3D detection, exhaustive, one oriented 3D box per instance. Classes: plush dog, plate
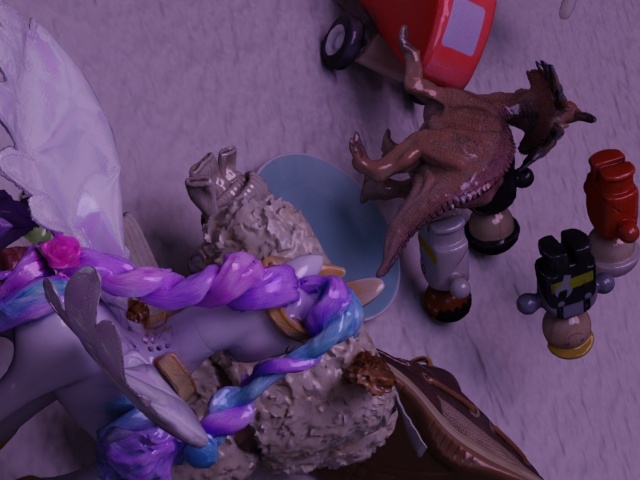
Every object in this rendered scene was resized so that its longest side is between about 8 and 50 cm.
[{"bbox_3d":[-0.062,0.127,1.405,0.262,0.225,0.210,64,-4,-22],"label":"plush dog"},{"bbox_3d":[0.000,0.000,1.722,0.188,0.024,0.188,23,49,-29],"label":"plate"}]

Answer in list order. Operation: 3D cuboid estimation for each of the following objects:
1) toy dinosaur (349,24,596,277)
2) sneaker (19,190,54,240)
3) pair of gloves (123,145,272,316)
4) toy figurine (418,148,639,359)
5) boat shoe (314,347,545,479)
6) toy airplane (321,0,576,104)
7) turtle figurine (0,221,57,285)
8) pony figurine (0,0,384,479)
[{"bbox_3d":[0.146,-0.088,1.693,0.200,0.127,0.295,14,49,14],"label":"toy dinosaur"},{"bbox_3d":[-0.215,0.006,1.501,0.071,0.068,0.170,57,19,-50],"label":"sneaker"},{"bbox_3d":[-0.100,0.044,1.515,0.240,0.042,0.204,-39,122,-47],"label":"pair of gloves"},{"bbox_3d":[0.209,0.005,1.776,0.213,0.148,0.209,11,43,21],"label":"toy figurine"},{"bbox_3d":[0.082,0.172,1.622,0.342,0.123,0.123,32,21,-17],"label":"boat shoe"},{"bbox_3d":[0.123,-0.371,1.909,0.384,0.272,0.386,52,42,3],"label":"toy airplane"},{"bbox_3d":[-0.302,-0.026,1.325,0.266,0.198,0.274,5,63,-43],"label":"turtle figurine"},{"bbox_3d":[-0.168,0.059,1.177,0.351,0.363,0.303,43,23,-55],"label":"pony figurine"}]
